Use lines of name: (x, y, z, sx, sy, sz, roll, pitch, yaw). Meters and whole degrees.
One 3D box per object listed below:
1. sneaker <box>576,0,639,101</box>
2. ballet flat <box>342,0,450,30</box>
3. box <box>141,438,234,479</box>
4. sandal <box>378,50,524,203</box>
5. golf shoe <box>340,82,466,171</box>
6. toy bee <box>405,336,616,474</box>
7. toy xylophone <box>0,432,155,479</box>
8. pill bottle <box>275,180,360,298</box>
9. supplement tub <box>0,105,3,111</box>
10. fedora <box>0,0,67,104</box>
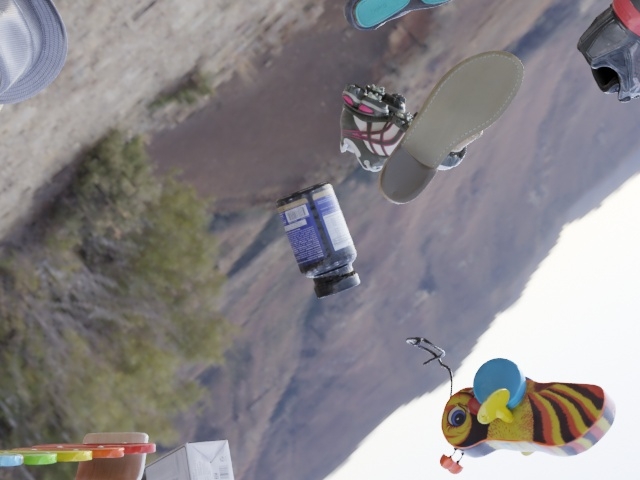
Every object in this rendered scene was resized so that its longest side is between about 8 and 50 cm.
sneaker: (0.431, -0.237, 1.375, 0.276, 0.098, 0.135, 15, 133, -44)
ballet flat: (0.119, -0.348, 1.466, 0.203, 0.074, 0.074, -25, 172, -14)
box: (-0.265, 0.495, 2.011, 0.087, 0.169, 0.290, 2, 158, -33)
sandal: (0.157, -0.146, 1.354, 0.240, 0.088, 0.079, -49, -176, -1)
golf shoe: (0.125, -0.153, 1.655, 0.105, 0.273, 0.120, 1, 114, -35)
toy bee: (0.235, 0.245, 1.412, 0.298, 0.195, 0.162, 0, -116, 56)
toy xylophone: (-0.333, 0.296, 1.362, 0.236, 0.081, 0.322, -5, 171, 20)
pill bottle: (0.000, 0.000, 2.144, 0.122, 0.219, 0.123, -20, -179, 0)
supplement tub: (-0.603, -0.252, 1.776, 0.200, 0.144, 0.144, -58, 173, 9)
fedora: (-0.519, -0.301, 1.555, 0.243, 0.275, 0.124, -26, -152, 17)
